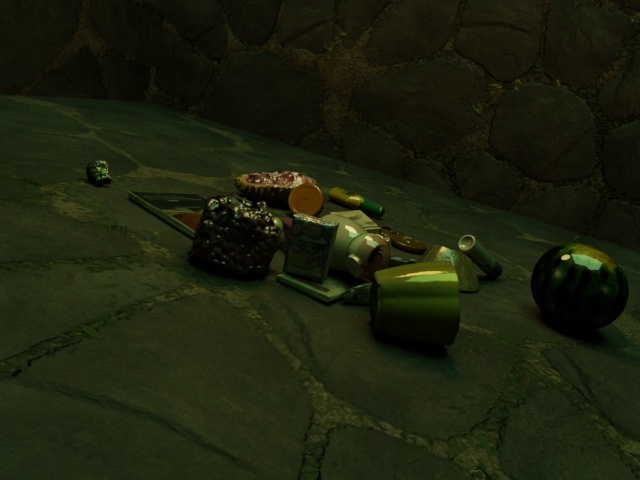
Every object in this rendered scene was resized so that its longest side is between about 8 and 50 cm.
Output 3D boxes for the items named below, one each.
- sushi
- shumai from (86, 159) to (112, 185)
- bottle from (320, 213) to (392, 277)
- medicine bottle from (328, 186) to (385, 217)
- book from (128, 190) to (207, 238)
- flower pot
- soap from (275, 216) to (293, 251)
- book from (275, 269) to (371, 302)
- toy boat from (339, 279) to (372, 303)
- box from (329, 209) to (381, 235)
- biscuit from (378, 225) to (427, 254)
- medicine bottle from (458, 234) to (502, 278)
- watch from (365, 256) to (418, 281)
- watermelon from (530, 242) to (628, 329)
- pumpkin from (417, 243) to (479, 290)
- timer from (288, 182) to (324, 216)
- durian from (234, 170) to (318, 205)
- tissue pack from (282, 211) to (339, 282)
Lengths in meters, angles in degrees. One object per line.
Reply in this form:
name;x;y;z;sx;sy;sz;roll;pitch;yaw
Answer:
sushi;-0.206;-0.024;1.525;0.237;0.170;0.270;12;11;-7
shumai;-0.716;-0.212;1.898;0.083;0.082;0.080;-27;31;1
bottle;0.088;0.025;1.551;0.148;0.147;0.236;1;15;-40
medicine bottle;0.155;-0.160;2.504;0.260;0.064;0.095;25;19;31
book;-0.384;-0.081;1.822;0.374;0.028;0.263;27;18;37
flower pot;0.207;0.142;1.339;0.179;0.195;0.195;0;17;-2
soap;0.000;-0.002;1.793;0.259;0.081;0.181;5;19;-33
book;0.014;0.106;1.544;0.162;0.022;0.232;20;17;28
toy boat;0.139;0.132;1.494;0.210;0.084;0.066;-6;20;-29
box;0.118;-0.067;2.161;0.129;0.033;0.247;-6;21;-16
biscuit;0.281;-0.006;2.149;0.236;0.039;0.180;28;19;34
medicine bottle;0.530;0.056;1.942;0.231;0.059;0.059;36;-2;-42
watch;0.211;0.097;1.679;0.206;0.068;0.193;0;22;-37
watermelon;0.745;0.133;1.705;0.269;0.269;0.269;14;16;-4
pumpkin;0.411;0.075;1.872;0.217;0.110;0.217;11;10;-2
timer;-0.035;-0.129;2.175;0.132;0.132;0.152;20;-6;19
durian;-0.158;-0.186;2.246;0.341;0.112;0.191;-4;31;-29
tissue pack;-0.027;0.017;1.495;0.116;0.155;0.065;15;17;13
